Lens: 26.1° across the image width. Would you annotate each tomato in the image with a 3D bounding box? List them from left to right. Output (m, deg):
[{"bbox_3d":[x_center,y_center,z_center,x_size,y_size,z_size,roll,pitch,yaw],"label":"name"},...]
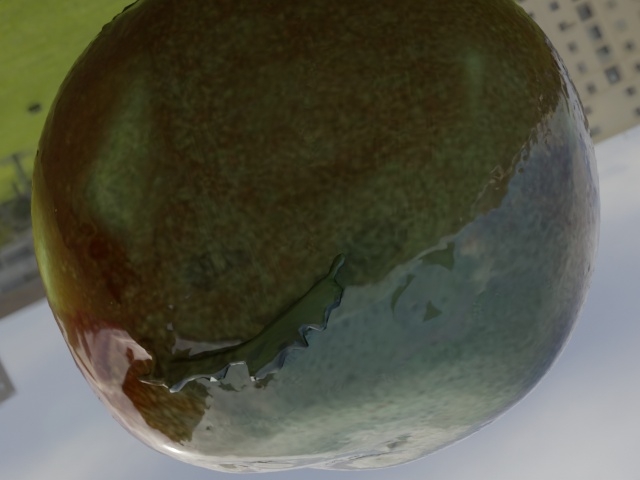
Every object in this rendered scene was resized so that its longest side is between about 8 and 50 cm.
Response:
[{"bbox_3d":[0.000,0.000,0.735,0.304,0.239,0.303,-8,148,-5],"label":"tomato"}]
